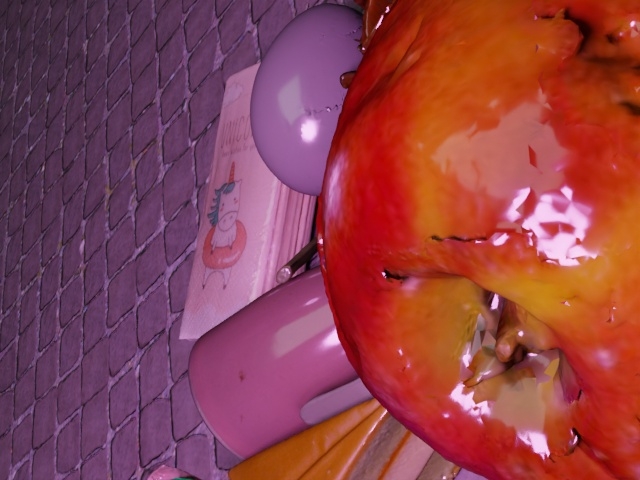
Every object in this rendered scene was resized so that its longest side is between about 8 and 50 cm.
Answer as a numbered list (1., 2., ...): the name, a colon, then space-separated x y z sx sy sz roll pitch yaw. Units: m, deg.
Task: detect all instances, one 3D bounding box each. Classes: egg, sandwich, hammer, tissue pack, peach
1. egg: 0.004 -0.142 1.028 0.146 0.146 0.198 -7 74 54
2. sandwich: 0.025 0.173 0.872 0.187 0.117 0.144 -62 37 16
3. hammer: 0.000 0.000 0.975 0.062 0.013 0.199 -45 -1 24
4. tissue pack: -0.071 -0.044 1.156 0.170 0.071 0.325 -8 70 56
5. peach: 0.197 -0.059 0.618 0.339 0.353 0.416 -1 33 49

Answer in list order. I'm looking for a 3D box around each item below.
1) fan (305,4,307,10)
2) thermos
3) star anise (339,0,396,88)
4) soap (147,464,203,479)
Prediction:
1. fan: -0.029 -0.235 1.247 0.182 0.010 0.310 -4 72 55
2. thermos: 0.019 0.091 0.901 0.265 0.146 0.176 -35 25 31
3. star anise: 0.128 -0.231 0.918 0.220 0.126 0.190 -18 49 48
4. soap: -0.094 0.356 0.890 0.098 0.218 0.273 -19 54 32
